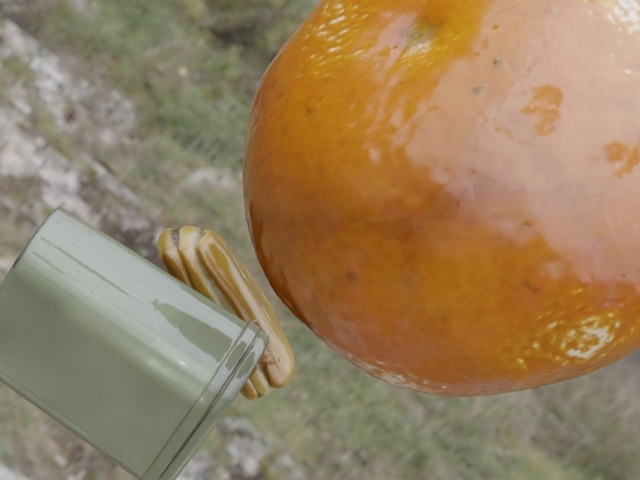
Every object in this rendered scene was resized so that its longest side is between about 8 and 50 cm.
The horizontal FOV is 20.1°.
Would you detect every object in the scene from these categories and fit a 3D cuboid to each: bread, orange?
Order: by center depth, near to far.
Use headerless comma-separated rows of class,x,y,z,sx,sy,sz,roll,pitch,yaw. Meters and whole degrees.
orange,0.141,-0.062,1.490,0.326,0.424,0.424,52,24,-38
bread,-0.100,0.069,1.898,0.200,0.077,0.116,60,8,-10

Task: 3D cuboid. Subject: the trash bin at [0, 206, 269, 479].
trash bin,-0.204,0.110,1.789,0.247,0.243,0.121,34,46,0
